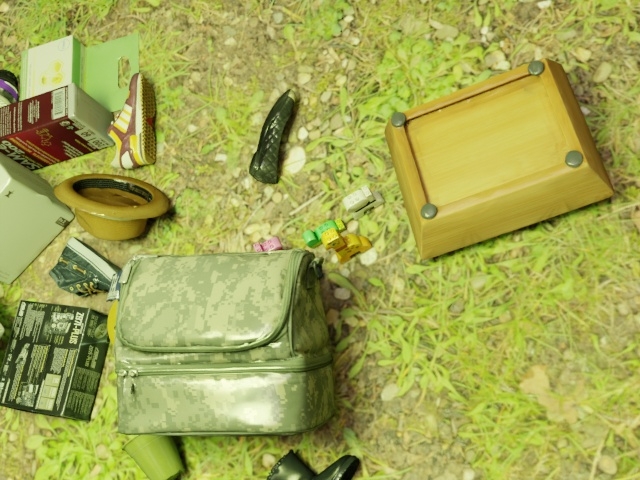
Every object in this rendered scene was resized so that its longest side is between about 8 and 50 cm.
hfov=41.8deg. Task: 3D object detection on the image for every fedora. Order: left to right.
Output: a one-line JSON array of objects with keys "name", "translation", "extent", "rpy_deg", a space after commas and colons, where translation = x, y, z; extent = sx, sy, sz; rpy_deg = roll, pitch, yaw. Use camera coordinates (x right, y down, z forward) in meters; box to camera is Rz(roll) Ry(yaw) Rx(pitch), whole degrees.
[{"name": "fedora", "translation": [-0.357, -0.051, 1.431], "extent": [0.194, 0.194, 0.079], "rpy_deg": [24, 115, 26]}]

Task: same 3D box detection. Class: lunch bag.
[{"name": "lunch bag", "translation": [-0.140, 0.141, 1.195], "extent": [0.305, 0.212, 0.256], "rpy_deg": [-3, 84, 17]}]

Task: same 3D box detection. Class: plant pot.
[{"name": "plant pot", "translation": [-0.248, 0.330, 1.280], "extent": [0.083, 0.083, 0.079], "rpy_deg": [-36, 75, 5]}]

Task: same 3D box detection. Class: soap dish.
[{"name": "soap dish", "translation": [0.248, -0.126, 1.230], "extent": [0.290, 0.118, 0.229], "rpy_deg": [-20, 66, 14]}]

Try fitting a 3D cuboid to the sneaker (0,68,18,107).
[{"name": "sneaker", "translation": [-0.702, -0.249, 1.653], "extent": [0.293, 0.102, 0.146], "rpy_deg": [-20, 46, 22]}]

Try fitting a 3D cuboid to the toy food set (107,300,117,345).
[{"name": "toy food set", "translation": [-0.234, 0.123, 1.357], "extent": [0.217, 0.071, 0.128], "rpy_deg": [-18, 90, 16]}]

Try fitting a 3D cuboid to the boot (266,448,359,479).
[{"name": "boot", "translation": [-0.014, 0.337, 1.204], "extent": [0.099, 0.045, 0.121], "rpy_deg": [32, 85, 30]}]

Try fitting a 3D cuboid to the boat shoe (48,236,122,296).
[{"name": "boat shoe", "translation": [-0.387, 0.070, 1.434], "extent": [0.183, 0.065, 0.083], "rpy_deg": [31, 86, 33]}]

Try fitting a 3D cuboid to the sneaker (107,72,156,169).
[{"name": "sneaker", "translation": [-0.348, -0.218, 1.516], "extent": [0.083, 0.069, 0.186], "rpy_deg": [-10, 67, 12]}]

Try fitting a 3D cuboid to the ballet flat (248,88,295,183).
[{"name": "ballet flat", "translation": [-0.075, -0.176, 1.419], "extent": [0.057, 0.049, 0.173], "rpy_deg": [-13, 56, 66]}]

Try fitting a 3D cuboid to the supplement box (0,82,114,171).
[{"name": "supplement box", "translation": [-0.516, -0.198, 1.538], "extent": [0.239, 0.130, 0.073], "rpy_deg": [-14, 67, 16]}]

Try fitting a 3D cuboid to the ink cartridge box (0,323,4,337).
[{"name": "ink cartridge box", "translation": [-0.681, 0.193, 1.410], "extent": [0.211, 0.121, 0.289], "rpy_deg": [45, 114, 28]}]

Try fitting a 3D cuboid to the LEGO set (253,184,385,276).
[{"name": "LEGO set", "translation": [0.000, 0.000, 1.291], "extent": [0.227, 0.093, 0.087], "rpy_deg": [-31, 64, 8]}]

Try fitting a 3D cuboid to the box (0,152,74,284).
[{"name": "box", "translation": [-0.572, -0.044, 1.474], "extent": [0.182, 0.181, 0.119], "rpy_deg": [-46, 62, 0]}]

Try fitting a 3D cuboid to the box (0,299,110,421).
[{"name": "box", "translation": [-0.443, 0.199, 1.395], "extent": [0.147, 0.077, 0.180], "rpy_deg": [3, 73, 22]}]

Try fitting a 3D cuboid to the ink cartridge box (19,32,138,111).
[{"name": "ink cartridge box", "translation": [-0.464, -0.312, 1.604], "extent": [0.235, 0.056, 0.171], "rpy_deg": [-13, 66, 18]}]
